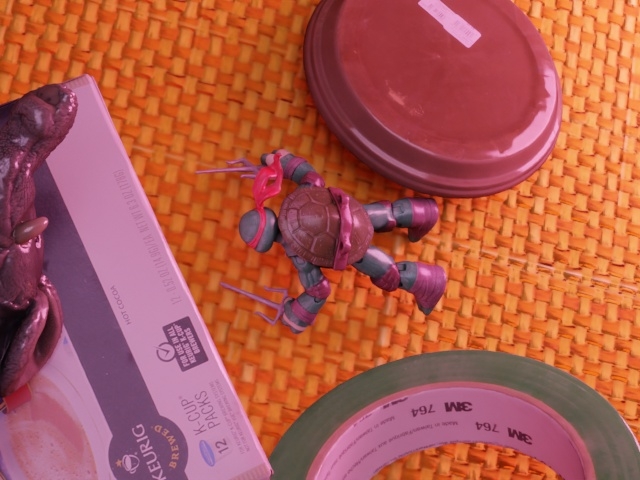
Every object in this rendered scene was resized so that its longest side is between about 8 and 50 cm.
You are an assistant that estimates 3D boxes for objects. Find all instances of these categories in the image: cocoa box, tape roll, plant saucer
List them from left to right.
[{"bbox_3d":[-0.226,0.089,0.977,0.228,0.231,0.347,-23,83,-17],"label":"cocoa box"},{"bbox_3d":[0.120,-0.171,1.212,0.278,0.041,0.278,8,61,-14],"label":"plant saucer"},{"bbox_3d":[0.109,0.227,1.008,0.321,0.321,0.077,-30,129,-20],"label":"tape roll"}]

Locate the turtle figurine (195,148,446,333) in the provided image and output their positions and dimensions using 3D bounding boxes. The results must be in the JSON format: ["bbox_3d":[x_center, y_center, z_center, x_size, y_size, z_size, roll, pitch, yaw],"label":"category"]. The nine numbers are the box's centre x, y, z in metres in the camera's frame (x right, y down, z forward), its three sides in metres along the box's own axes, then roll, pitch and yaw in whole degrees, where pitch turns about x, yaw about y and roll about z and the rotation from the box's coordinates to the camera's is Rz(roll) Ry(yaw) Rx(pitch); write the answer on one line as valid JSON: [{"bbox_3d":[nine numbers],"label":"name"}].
[{"bbox_3d":[0.000,0.000,1.129,0.234,0.118,0.175,7,82,-22],"label":"turtle figurine"}]

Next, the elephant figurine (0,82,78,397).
[{"bbox_3d":[-0.234,0.043,0.792,0.169,0.186,0.239,55,43,-30],"label":"elephant figurine"}]
